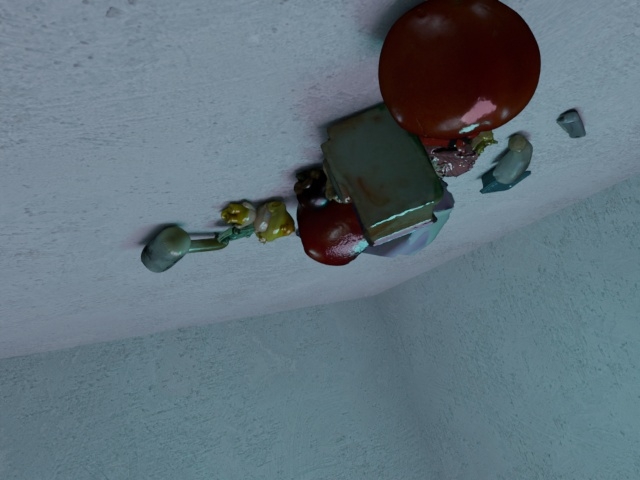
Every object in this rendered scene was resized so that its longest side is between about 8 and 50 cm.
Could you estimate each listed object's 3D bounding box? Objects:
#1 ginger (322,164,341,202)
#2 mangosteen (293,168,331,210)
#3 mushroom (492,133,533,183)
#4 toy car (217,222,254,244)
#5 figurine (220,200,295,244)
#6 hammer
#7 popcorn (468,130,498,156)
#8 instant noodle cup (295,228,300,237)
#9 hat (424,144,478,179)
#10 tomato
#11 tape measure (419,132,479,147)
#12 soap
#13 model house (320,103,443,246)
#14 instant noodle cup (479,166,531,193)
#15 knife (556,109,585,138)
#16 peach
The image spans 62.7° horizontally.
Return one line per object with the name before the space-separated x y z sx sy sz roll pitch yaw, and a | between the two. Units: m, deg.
ginger | 0.070 -0.178 1.550 0.059 0.132 0.214 -13 178 36
mangosteen | -0.023 -0.159 1.578 0.140 0.140 0.140 -16 165 -5
mushroom | 0.716 -0.306 1.921 0.118 0.103 0.270 -22 155 -5
toy car | -0.278 -0.038 1.813 0.093 0.058 0.186 -32 171 41
figurine | -0.193 -0.069 1.708 0.247 0.131 0.156 15 107 -37
hammer | -0.434 0.020 1.773 0.306 0.113 0.202 -9 167 -45
popcorn | 0.497 -0.317 1.647 0.109 0.089 0.097 -10 150 -39
instant noodle cup | 0.000 0.000 2.127 0.178 0.125 0.208 -20 165 11
hat | 0.396 -0.250 1.685 0.237 0.107 0.286 9 180 24
tomato | 0.256 -0.338 0.991 0.299 0.298 0.226 -18 132 1
tape measure | 0.343 -0.333 1.354 0.261 0.113 0.253 -9 162 -29
soap | 0.286 -0.084 1.892 0.156 0.261 0.446 -7 162 -26
model house | 0.162 -0.157 1.403 0.245 0.312 0.280 -25 163 5
instant noodle cup | 0.749 -0.260 2.153 0.179 0.070 0.157 -8 161 -29
knife | 0.891 -0.406 1.861 0.073 0.040 0.266 -14 169 33
peach | 0.090 -0.069 1.739 0.339 0.280 0.281 -18 165 1
